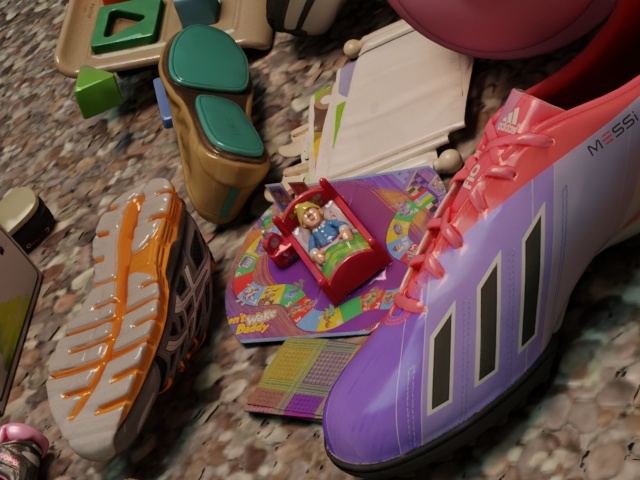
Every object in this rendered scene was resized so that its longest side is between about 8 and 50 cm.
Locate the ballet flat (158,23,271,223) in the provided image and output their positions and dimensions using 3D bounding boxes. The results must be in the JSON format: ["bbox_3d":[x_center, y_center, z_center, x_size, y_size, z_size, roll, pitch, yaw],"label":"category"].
[{"bbox_3d":[-0.092,-0.094,1.071,0.232,0.080,0.073,-105,30,-56],"label":"ballet flat"}]

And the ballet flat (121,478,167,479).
[{"bbox_3d":[-0.071,0.164,0.735,0.206,0.073,0.067,7,24,44],"label":"ballet flat"}]

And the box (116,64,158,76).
[{"bbox_3d":[-0.170,-0.208,1.318,0.062,0.052,0.083,-8,40,35],"label":"box"}]

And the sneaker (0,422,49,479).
[{"bbox_3d":[-0.233,0.166,0.897,0.119,0.047,0.057,-27,44,16],"label":"sneaker"}]

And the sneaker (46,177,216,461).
[{"bbox_3d":[-0.111,0.056,0.889,0.084,0.083,0.215,-16,41,28],"label":"sneaker"}]

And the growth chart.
[{"bbox_3d":[0.048,-0.100,0.997,0.172,0.021,0.237,-15,37,31],"label":"growth chart"}]

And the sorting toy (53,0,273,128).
[{"bbox_3d":[-0.140,-0.230,1.250,0.196,0.047,0.347,-6,44,8],"label":"sorting toy"}]

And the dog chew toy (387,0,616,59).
[{"bbox_3d":[0.114,-0.206,0.846,0.207,0.206,0.332,-23,15,19],"label":"dog chew toy"}]

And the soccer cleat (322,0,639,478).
[{"bbox_3d":[0.103,-0.011,0.733,0.318,0.116,0.109,-44,33,-13],"label":"soccer cleat"}]

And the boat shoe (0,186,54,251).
[{"bbox_3d":[-0.284,0.010,1.151,0.133,0.042,0.049,-39,52,-5],"label":"boat shoe"}]

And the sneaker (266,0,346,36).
[{"bbox_3d":[0.140,-0.313,1.066,0.447,0.257,0.169,-59,18,31],"label":"sneaker"}]

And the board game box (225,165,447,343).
[{"bbox_3d":[0.000,0.000,0.879,0.169,0.033,0.133,-7,49,35],"label":"board game box"}]

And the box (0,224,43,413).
[{"bbox_3d":[-0.370,0.102,1.066,0.290,0.087,0.169,-25,33,18],"label":"box"}]

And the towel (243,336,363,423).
[{"bbox_3d":[-0.005,0.083,0.814,0.083,0.009,0.060,0,46,43],"label":"towel"}]
